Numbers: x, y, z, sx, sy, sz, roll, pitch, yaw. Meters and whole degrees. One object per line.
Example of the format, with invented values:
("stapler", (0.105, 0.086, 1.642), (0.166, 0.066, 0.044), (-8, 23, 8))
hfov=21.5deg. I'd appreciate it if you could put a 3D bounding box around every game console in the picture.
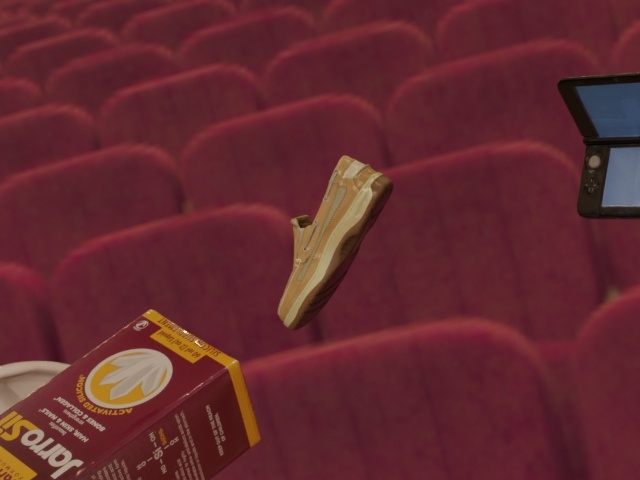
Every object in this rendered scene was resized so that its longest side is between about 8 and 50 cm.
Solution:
("game console", (0.297, -0.089, 1.621), (0.144, 0.124, 0.085), (1, -14, 43))

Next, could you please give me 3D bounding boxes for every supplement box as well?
("supplement box", (-0.149, 0.143, 1.171), (0.188, 0.081, 0.104), (-36, 41, -28))

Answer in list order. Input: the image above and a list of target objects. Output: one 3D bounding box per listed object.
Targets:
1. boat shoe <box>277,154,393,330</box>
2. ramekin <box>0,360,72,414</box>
("boat shoe", (0.000, 0.000, 1.703), (0.072, 0.190, 0.068), (34, 16, 12))
("ramekin", (-0.288, 0.248, 1.588), (0.272, 0.273, 0.127), (-21, 7, -29))
